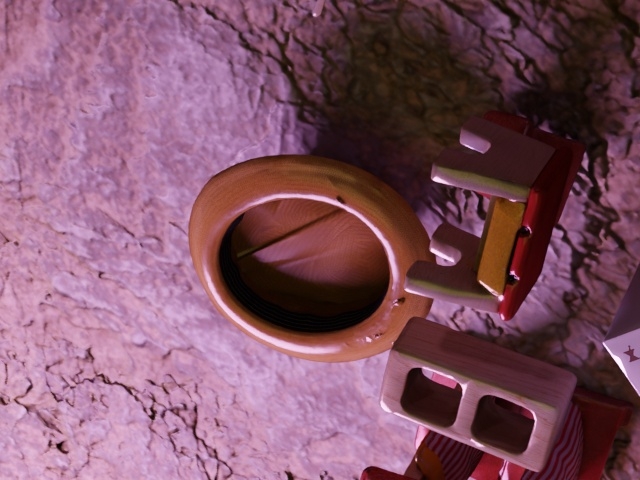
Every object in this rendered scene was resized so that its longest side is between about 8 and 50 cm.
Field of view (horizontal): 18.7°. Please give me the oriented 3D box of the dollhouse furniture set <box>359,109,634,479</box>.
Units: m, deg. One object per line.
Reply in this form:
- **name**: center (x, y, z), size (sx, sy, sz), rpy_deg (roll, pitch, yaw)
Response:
- **dollhouse furniture set**: center (0.141, 0.082, 1.340), size (0.152, 0.201, 0.374), rpy_deg (20, 124, 13)

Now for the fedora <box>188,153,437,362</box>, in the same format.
- **fedora**: center (0.000, 0.000, 1.419), size (0.194, 0.079, 0.194), rpy_deg (11, 126, 16)

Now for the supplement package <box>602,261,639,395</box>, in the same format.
- **supplement package**: center (0.316, 0.032, 1.203), size (0.194, 0.203, 0.149), rpy_deg (-23, 111, 38)

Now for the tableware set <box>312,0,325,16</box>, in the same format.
- **tableware set**: center (-0.043, -0.228, 1.313), size (0.154, 0.024, 0.104), rpy_deg (30, 128, 6)
